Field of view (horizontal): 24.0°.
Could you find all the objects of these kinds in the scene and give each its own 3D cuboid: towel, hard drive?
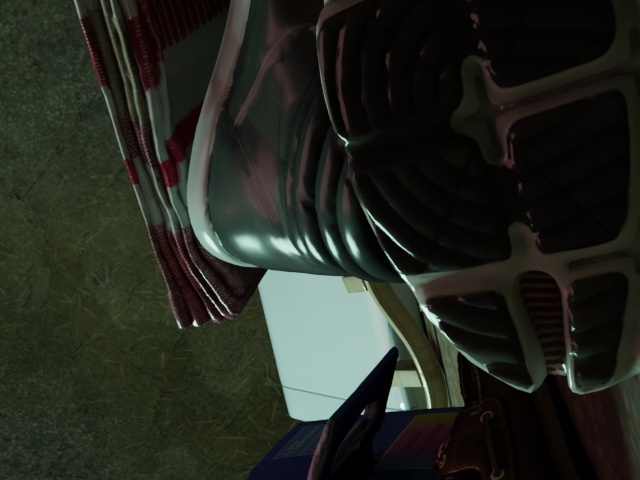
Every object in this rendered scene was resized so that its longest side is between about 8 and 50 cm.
[{"bbox_3d":[-0.057,-0.150,0.766,0.237,0.037,0.329,-53,-49,-59],"label":"towel"},{"bbox_3d":[0.000,0.000,1.365,0.233,0.047,0.353,2,106,61],"label":"hard drive"}]

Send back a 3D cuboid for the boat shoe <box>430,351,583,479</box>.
[{"bbox_3d":[0.088,0.116,0.718,0.207,0.073,0.073,-105,2,-59],"label":"boat shoe"}]

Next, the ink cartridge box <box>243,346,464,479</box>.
[{"bbox_3d":[0.031,0.263,0.814,0.270,0.151,0.395,-39,-63,-63],"label":"ink cartridge box"}]

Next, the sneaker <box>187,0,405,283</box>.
[{"bbox_3d":[0.031,-0.117,0.631,0.147,0.104,0.296,21,106,46],"label":"sneaker"}]

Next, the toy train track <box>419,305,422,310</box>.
[{"bbox_3d":[0.078,0.018,1.090,0.048,0.014,0.083,-96,1,-48],"label":"toy train track"}]

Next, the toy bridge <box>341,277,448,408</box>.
[{"bbox_3d":[0.075,0.110,1.239,0.063,0.026,0.188,-10,102,59],"label":"toy bridge"}]

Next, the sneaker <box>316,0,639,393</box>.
[{"bbox_3d":[0.052,-0.105,0.362,0.118,0.107,0.279,-17,-83,-74],"label":"sneaker"}]
